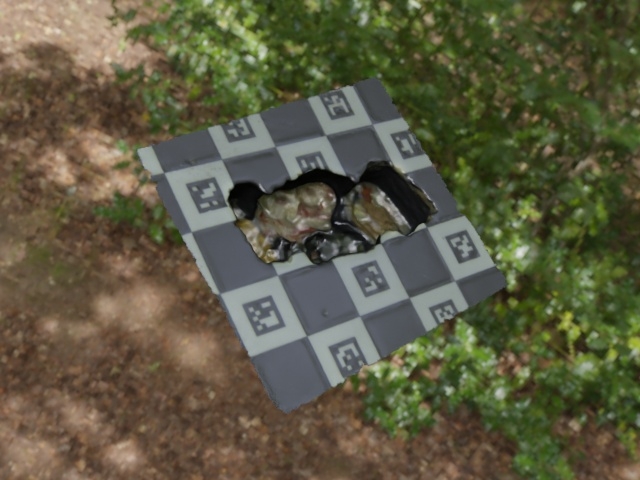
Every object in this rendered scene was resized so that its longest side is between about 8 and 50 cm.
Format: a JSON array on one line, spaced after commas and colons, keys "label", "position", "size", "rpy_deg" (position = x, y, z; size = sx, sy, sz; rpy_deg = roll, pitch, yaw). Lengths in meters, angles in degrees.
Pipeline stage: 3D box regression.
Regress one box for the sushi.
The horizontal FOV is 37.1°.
[{"label": "sushi", "position": [0.000, 0.000, 0.663], "size": [0.215, 0.050, 0.192], "rpy_deg": [-23, 77, -34]}]
